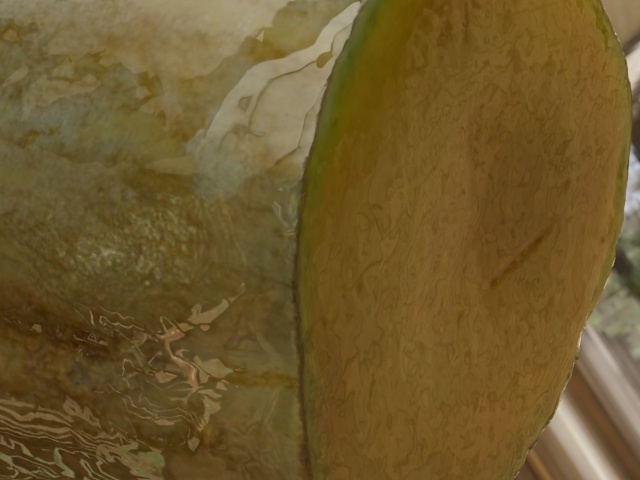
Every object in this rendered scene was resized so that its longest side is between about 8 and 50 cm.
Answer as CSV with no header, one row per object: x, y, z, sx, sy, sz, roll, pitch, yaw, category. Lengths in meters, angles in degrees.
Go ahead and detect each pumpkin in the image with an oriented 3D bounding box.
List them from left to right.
0.000,0.000,0.648,0.332,0.199,0.332,-21,-61,-42,pumpkin
